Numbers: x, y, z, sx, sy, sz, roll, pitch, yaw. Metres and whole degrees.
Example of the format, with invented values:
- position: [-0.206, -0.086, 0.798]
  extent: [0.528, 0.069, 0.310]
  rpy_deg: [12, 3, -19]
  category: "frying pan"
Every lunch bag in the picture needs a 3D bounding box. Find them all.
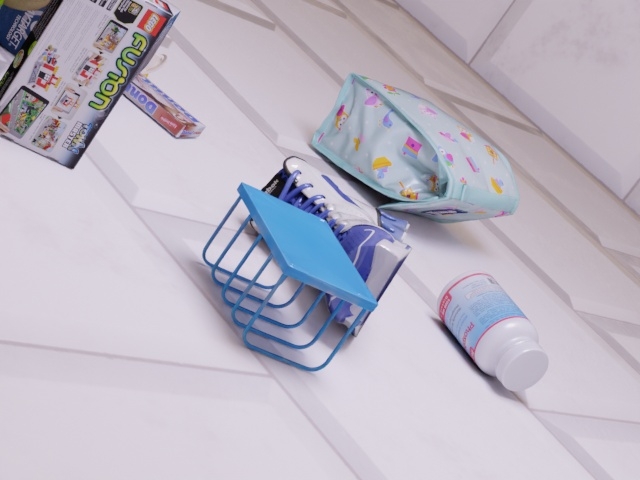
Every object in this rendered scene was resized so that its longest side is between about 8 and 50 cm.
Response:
- position: [0.155, -0.117, 2.377]
  extent: [0.262, 0.160, 0.223]
  rpy_deg: [39, 15, 32]
  category: "lunch bag"

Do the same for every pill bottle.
- position: [0.218, 0.115, 1.983]
  extent: [0.087, 0.087, 0.160]
  rpy_deg: [22, 21, -39]
  category: "pill bottle"

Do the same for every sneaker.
- position: [0.000, 0.000, 1.847]
  extent: [0.182, 0.127, 0.315]
  rpy_deg: [30, 10, -4]
  category: "sneaker"

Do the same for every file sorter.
- position: [-0.040, 0.040, 1.656]
  extent: [0.118, 0.104, 0.170]
  rpy_deg: [25, 20, -32]
  category: "file sorter"

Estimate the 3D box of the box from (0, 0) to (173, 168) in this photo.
- position: [-0.259, -0.186, 1.671]
  extent: [0.114, 0.207, 0.036]
  rpy_deg: [27, 19, -30]
  category: "box"

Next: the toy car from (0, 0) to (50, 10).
- position: [-0.353, -0.289, 1.799]
  extent: [0.188, 0.149, 0.155]
  rpy_deg: [-3, 47, -35]
  category: "toy car"

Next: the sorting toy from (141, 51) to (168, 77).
- position: [-0.262, -0.259, 2.164]
  extent: [0.083, 0.045, 0.075]
  rpy_deg: [26, 12, -27]
  category: "sorting toy"

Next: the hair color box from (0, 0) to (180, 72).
- position: [-0.365, -0.321, 1.963]
  extent: [0.347, 0.105, 0.174]
  rpy_deg: [34, 31, -3]
  category: "hair color box"

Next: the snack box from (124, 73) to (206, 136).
- position: [-0.233, -0.195, 2.067]
  extent: [0.178, 0.022, 0.064]
  rpy_deg: [39, 16, 14]
  category: "snack box"
